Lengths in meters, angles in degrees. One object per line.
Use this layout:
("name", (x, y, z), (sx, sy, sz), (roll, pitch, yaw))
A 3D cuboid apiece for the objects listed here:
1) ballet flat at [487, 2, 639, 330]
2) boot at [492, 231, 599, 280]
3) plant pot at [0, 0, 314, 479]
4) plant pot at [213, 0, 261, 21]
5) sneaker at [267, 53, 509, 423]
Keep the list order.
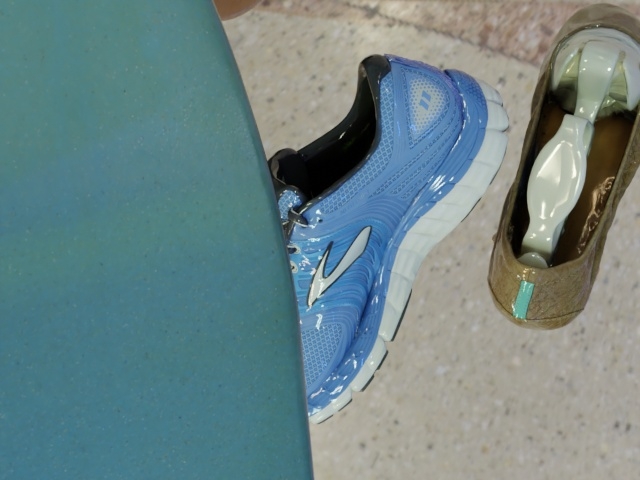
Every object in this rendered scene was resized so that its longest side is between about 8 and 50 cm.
("ballet flat", (0.222, -0.090, 1.001), (0.116, 0.342, 0.124), (17, 159, 17))
("boot", (0.264, 0.003, 1.236), (0.158, 0.059, 0.084), (21, 122, -41))
("plant pot", (-0.109, 0.013, 0.420), (0.165, 0.165, 0.234), (24, 119, 54))
("plant pot", (-0.138, -0.345, 1.124), (0.203, 0.291, 0.291), (33, 124, 19))
("sneaker", (0.000, 0.000, 0.891), (0.147, 0.130, 0.330), (22, 105, -25))
